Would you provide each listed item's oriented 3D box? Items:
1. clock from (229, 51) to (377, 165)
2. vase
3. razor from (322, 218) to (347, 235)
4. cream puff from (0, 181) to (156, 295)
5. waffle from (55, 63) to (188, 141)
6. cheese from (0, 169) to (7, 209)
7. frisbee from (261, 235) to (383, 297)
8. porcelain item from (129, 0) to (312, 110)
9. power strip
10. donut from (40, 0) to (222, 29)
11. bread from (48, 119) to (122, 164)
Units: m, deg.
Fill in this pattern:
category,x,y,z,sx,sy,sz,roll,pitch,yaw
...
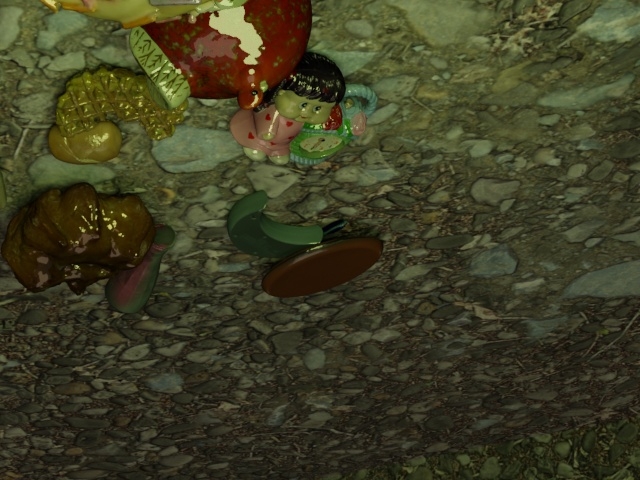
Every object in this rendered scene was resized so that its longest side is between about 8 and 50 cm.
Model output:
category,x,y,z,sx,sy,sz,roll,pitch,yaw
clock,-0.016,-0.202,1.848,0.194,0.100,0.195,6,151,-31
vase,-0.331,0.048,2.236,0.086,0.086,0.214,8,143,-26
razor,-0.004,-0.002,2.271,0.028,0.044,0.154,37,133,-15
cream puff,-0.423,-0.004,2.054,0.269,0.155,0.241,-31,149,25
waffle,-0.302,-0.203,1.820,0.194,0.051,0.149,7,144,-27
cheese,-0.547,-0.109,1.937,0.064,0.043,0.194,-3,151,-10
frisbee,0.006,0.055,2.326,0.250,0.021,0.251,-18,161,-6
porcelain item,-0.127,-0.264,1.576,0.253,0.253,0.253,-6,151,-3
power strip,-0.090,-0.017,2.207,0.137,0.044,0.216,-24,146,26
donut,-0.253,-0.391,1.335,0.307,0.150,0.371,-10,137,22
bread,-0.370,-0.149,1.894,0.115,0.056,0.082,-5,150,-6
